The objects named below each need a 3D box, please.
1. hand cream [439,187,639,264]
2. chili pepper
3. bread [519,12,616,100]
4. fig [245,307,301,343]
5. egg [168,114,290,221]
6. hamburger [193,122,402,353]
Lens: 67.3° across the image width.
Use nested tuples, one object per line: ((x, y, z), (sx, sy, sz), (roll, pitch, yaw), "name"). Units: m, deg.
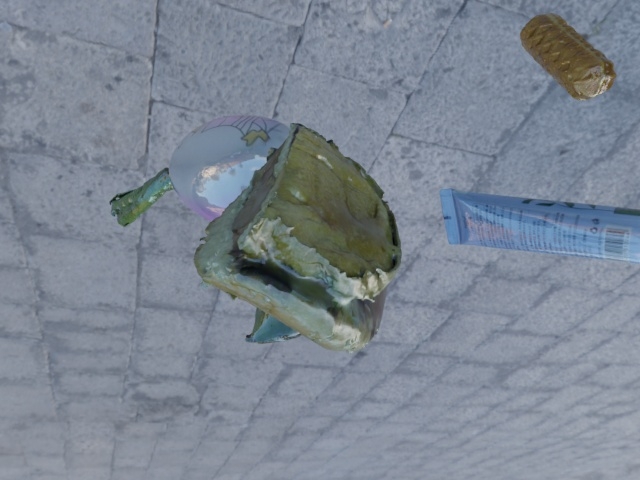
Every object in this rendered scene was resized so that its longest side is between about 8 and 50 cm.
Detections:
((0.275, -0.017, 0.582), (0.271, 0.058, 0.091), (9, 131, 40), "hand cream")
((-0.375, -0.098, 1.076), (0.359, 0.084, 0.076), (-11, -178, 42), "chili pepper")
((0.276, -0.212, 0.546), (0.052, 0.157, 0.044), (-18, 136, 9), "bread")
((-0.116, 0.228, 1.442), (0.245, 0.195, 0.195), (-51, 138, -10), "fig")
((-0.138, -0.118, 0.815), (0.271, 0.196, 0.196), (24, 158, 35), "egg")
((0.000, 0.000, 0.535), (0.211, 0.308, 0.132), (39, 116, -17), "hamburger")
